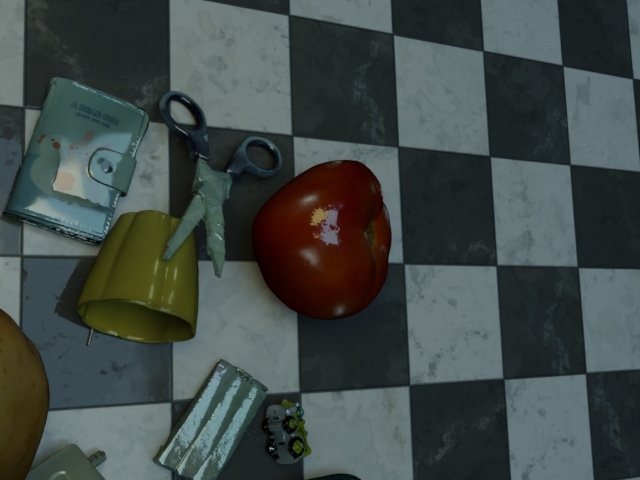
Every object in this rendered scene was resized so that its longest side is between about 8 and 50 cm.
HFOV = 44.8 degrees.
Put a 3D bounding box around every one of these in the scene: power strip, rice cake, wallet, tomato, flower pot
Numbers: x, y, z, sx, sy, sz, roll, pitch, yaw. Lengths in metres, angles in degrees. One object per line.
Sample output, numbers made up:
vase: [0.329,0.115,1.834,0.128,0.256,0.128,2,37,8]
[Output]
power strip: [-0.450,0.416,1.148,0.098,0.058,0.338,45,46,14]
rice cake: [-0.188,0.319,1.362,0.124,0.038,0.211,35,68,-19]
wallet: [-0.401,-0.132,1.297,0.176,0.075,0.250,19,74,-19]
tomato: [0.000,0.000,1.391,0.298,0.226,0.299,-1,90,-72]
flower pot: [-0.284,0.057,1.277,0.195,0.195,0.179,21,60,-24]

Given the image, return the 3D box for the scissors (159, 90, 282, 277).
scissors: [-0.192,-0.093,1.331,0.256,0.029,0.383,28,42,-21]

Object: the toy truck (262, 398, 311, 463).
toy truck: [-0.055,0.345,1.415,0.077,0.076,0.111,-7,84,-46]

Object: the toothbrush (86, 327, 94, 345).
toothbrush: [-0.379,0.130,1.304,0.006,0.008,0.097,13,77,-12]

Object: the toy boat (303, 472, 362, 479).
toy boat: [-0.017,0.479,1.397,0.246,0.103,0.093,-8,86,-32]

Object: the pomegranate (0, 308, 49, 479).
pomegranate: [-0.546,0.245,0.988,0.411,0.411,0.411,4,81,-28]
